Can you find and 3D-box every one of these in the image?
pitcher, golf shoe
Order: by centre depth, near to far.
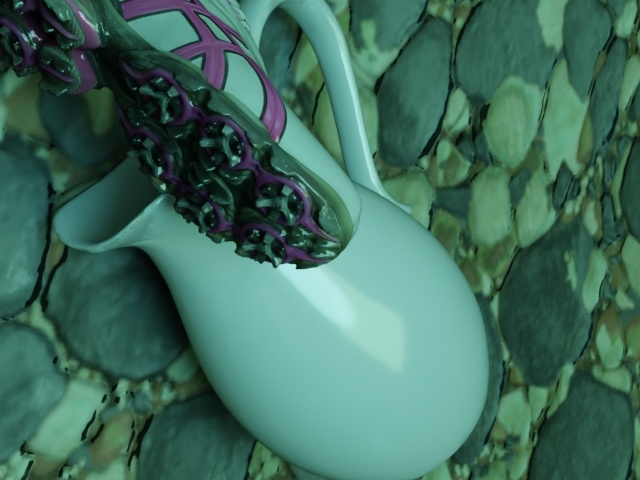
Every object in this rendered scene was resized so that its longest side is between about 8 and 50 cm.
[{"bbox_3d":[-0.047,-0.068,0.568,0.086,0.186,0.067,-38,164,-36],"label":"golf shoe"},{"bbox_3d":[0.000,0.000,0.685,0.207,0.125,0.178,48,59,-31],"label":"pitcher"}]
